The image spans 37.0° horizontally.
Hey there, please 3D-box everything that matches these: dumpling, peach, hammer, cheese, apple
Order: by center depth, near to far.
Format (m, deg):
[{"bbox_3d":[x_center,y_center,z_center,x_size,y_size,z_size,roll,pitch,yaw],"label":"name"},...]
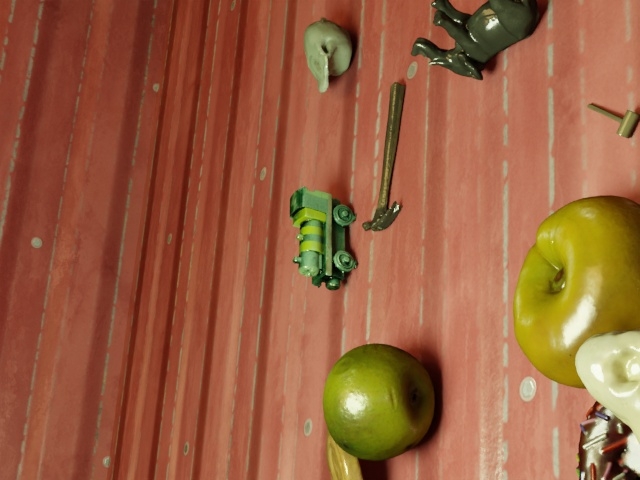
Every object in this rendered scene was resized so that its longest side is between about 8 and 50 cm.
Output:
[{"bbox_3d":[0.403,0.137,0.946,0.248,0.173,0.251,-45,59,5],"label":"cheese"},{"bbox_3d":[0.344,0.061,1.223,0.251,0.153,0.251,-59,15,27],"label":"peach"},{"bbox_3d":[0.405,-0.176,1.345,0.035,0.019,0.110,-69,25,15],"label":"hammer"},{"bbox_3d":[0.097,0.262,1.559,0.157,0.196,0.196,-16,62,39],"label":"apple"},{"bbox_3d":[0.131,-0.164,1.864,0.125,0.027,0.297,-13,66,61],"label":"hammer"},{"bbox_3d":[0.023,-0.415,2.127,0.108,0.152,0.219,-14,37,13],"label":"dumpling"}]

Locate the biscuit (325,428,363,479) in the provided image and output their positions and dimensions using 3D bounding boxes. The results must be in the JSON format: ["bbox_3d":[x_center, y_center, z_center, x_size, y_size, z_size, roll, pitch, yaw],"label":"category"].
[{"bbox_3d":[0.053,0.448,1.629,0.202,0.044,0.288,91,167,-51],"label":"biscuit"}]

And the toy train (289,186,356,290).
[{"bbox_3d":[0.000,0.000,1.924,0.083,0.132,0.200,-43,40,49],"label":"toy train"}]

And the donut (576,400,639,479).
[{"bbox_3d":[0.383,0.249,1.103,0.216,0.096,0.230,38,113,61],"label":"donut"}]

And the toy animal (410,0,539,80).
[{"bbox_3d":[0.252,-0.346,1.579,0.245,0.146,0.114,-17,44,57],"label":"toy animal"}]
